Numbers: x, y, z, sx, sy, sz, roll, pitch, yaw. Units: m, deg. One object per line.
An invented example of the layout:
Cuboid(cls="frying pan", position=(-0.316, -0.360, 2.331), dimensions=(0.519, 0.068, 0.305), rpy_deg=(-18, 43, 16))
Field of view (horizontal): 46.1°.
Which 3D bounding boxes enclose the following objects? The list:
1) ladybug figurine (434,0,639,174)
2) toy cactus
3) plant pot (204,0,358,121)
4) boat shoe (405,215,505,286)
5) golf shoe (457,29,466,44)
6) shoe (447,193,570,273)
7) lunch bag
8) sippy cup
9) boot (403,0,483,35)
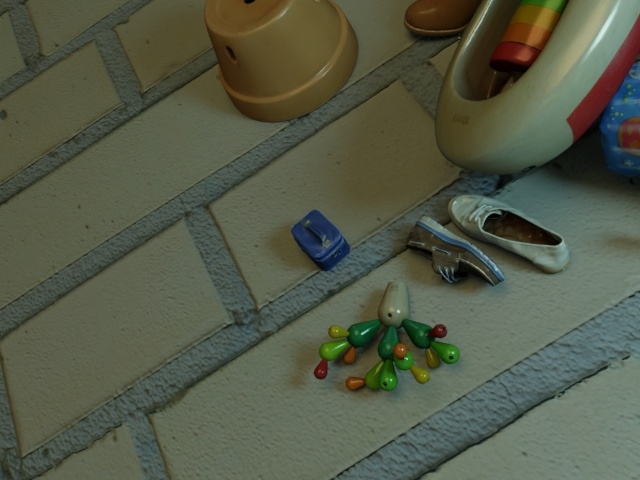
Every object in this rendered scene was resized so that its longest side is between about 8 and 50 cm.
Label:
Cuboid(cls="ladybug figurine", position=(0.336, -0.284, 1.076), dimensions=(0.449, 0.162, 0.305), rpy_deg=(-60, 26, 3))
Cuboid(cls="toy cactus", position=(0.100, 0.140, 1.145), dimensions=(0.219, 0.112, 0.181), rpy_deg=(-11, 48, 28))
Cuboid(cls="plant pot", position=(-0.096, -0.408, 1.474), dimensions=(0.290, 0.203, 0.291), rpy_deg=(-11, 58, 19))
Cuboid(cls="boat shoe", position=(0.207, 0.031, 1.179), dimensions=(0.066, 0.066, 0.183), rpy_deg=(-50, 45, -3))
Cuboid(cls="golf shoe", position=(0.293, -0.299, 1.319), dimensions=(0.093, 0.077, 0.198), rpy_deg=(-8, 60, 19))
Cuboid(cls="shoe", position=(0.290, -0.025, 1.172), dimensions=(0.219, 0.058, 0.076), rpy_deg=(31, 77, 34))
Cuboid(cls="lunch bag", position=(0.000, 0.000, 1.280), dimensions=(0.067, 0.065, 0.098), rpy_deg=(-44, 54, -4))
Cuboid(cls="sippy cup", position=(0.529, -0.175, 1.067), dimensions=(0.224, 0.240, 0.305), rpy_deg=(7, 41, 37))
Cuboid(cls="boot", position=(0.265, -0.491, 1.350), dimensions=(0.283, 0.220, 0.109), rpy_deg=(-7, 59, 20))
